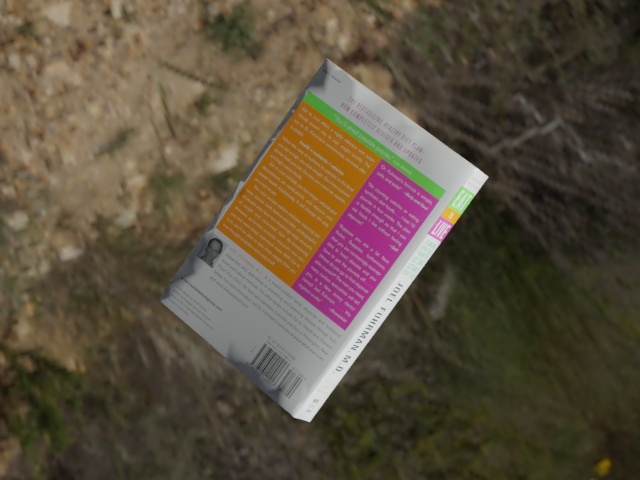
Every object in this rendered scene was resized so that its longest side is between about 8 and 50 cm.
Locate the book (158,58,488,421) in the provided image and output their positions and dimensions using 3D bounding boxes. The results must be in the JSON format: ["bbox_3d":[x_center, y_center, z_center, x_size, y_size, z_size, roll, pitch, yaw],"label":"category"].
[{"bbox_3d":[0.000,0.000,0.822,0.144,0.096,0.035,-53,154,5],"label":"book"}]
